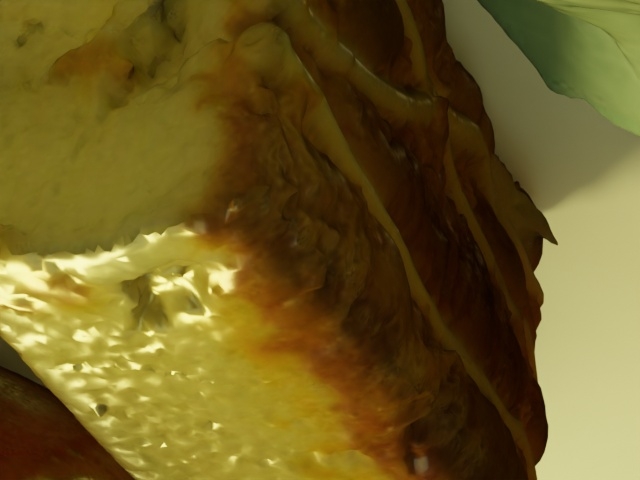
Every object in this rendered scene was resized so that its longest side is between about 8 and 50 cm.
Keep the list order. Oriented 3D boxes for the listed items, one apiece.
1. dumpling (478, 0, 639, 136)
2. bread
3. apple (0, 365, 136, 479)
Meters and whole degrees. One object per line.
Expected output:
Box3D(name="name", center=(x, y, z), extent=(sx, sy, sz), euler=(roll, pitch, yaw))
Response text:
Box3D(name="dumpling", center=(0.075, -0.150, 0.348), extent=(0.270, 0.212, 0.320), euler=(27, 180, 38))
Box3D(name="bread", center=(0.000, 0.000, 0.592), extent=(0.114, 0.185, 0.275), euler=(-4, 146, 20))
Box3D(name="apple", center=(-0.209, 0.209, 0.819), extent=(0.339, 0.340, 0.339), euler=(4, 147, 2))
